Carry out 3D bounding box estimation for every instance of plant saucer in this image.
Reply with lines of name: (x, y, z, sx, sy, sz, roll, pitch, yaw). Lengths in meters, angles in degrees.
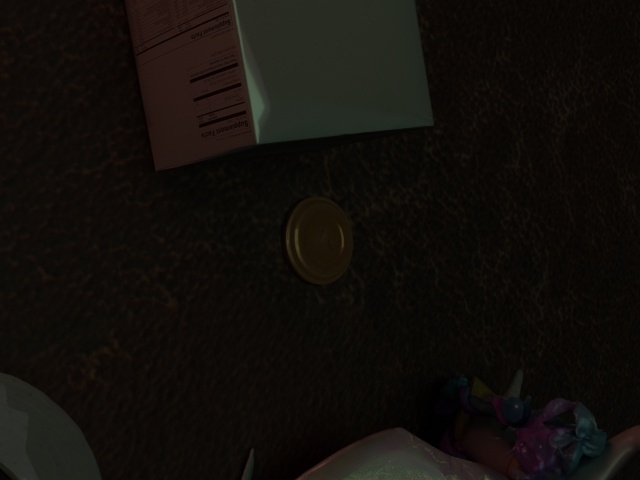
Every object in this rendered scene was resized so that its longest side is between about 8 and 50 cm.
plant saucer: (0.000, 0.000, 0.838, 0.083, 0.013, 0.083, 4, 84, -40)

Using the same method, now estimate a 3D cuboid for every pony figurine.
pony figurine: (0.165, 0.272, 0.777, 0.351, 0.363, 0.303, -40, 122, -20)

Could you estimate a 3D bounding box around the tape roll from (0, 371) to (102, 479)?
tape roll: (-0.251, 0.188, 0.569, 0.219, 0.072, 0.219, 5, 82, -40)

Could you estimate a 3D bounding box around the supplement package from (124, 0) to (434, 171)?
supplement package: (-0.037, -0.174, 0.733, 0.194, 0.149, 0.203, -11, 93, -40)

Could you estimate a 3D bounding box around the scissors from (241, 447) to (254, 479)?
scissors: (-0.099, 0.319, 0.719, 0.109, 0.021, 0.297, 10, 80, -39)
